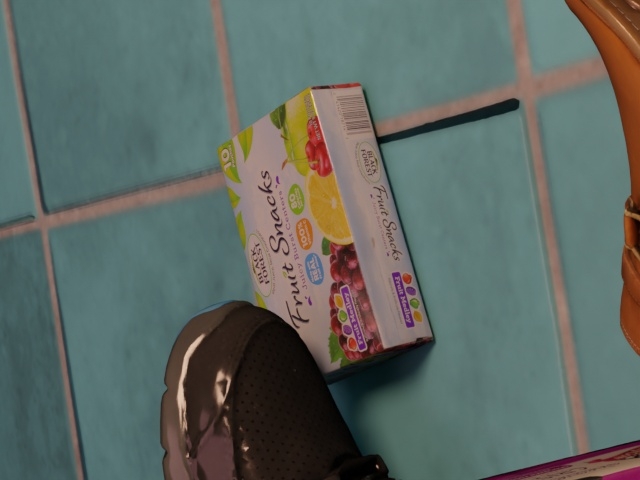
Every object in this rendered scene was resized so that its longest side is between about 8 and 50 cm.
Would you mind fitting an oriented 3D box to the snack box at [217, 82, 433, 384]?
[{"bbox_3d":[0.000,0.000,0.991,0.100,0.037,0.141,-29,73,54],"label":"snack box"}]

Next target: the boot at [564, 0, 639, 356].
[{"bbox_3d":[0.141,-0.031,0.769,0.197,0.073,0.152,-119,25,-48],"label":"boot"}]

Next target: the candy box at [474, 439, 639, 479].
[{"bbox_3d":[0.125,0.205,0.755,0.071,0.159,0.233,-10,89,55],"label":"candy box"}]

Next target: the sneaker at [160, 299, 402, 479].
[{"bbox_3d":[0.038,0.175,0.916,0.139,0.125,0.341,-29,83,33],"label":"sneaker"}]
